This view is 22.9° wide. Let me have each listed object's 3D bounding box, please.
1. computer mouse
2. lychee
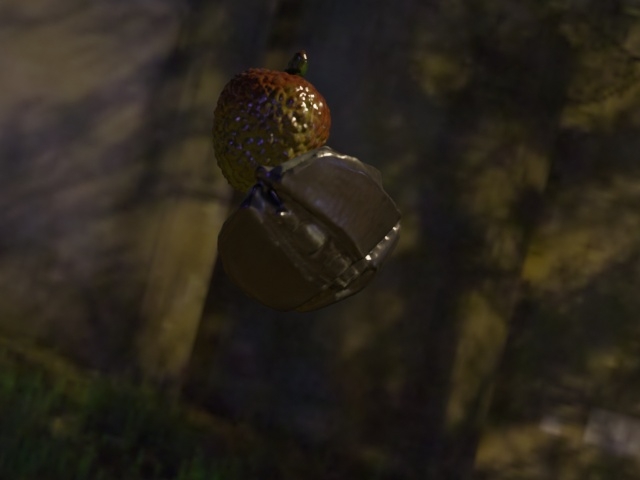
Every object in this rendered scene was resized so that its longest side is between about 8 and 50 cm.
[{"bbox_3d":[0.000,0.000,0.962,0.062,0.106,0.192,52,6,18],"label":"computer mouse"},{"bbox_3d":[-0.045,-0.112,1.500,0.114,0.146,0.114,20,-13,5],"label":"lychee"}]
